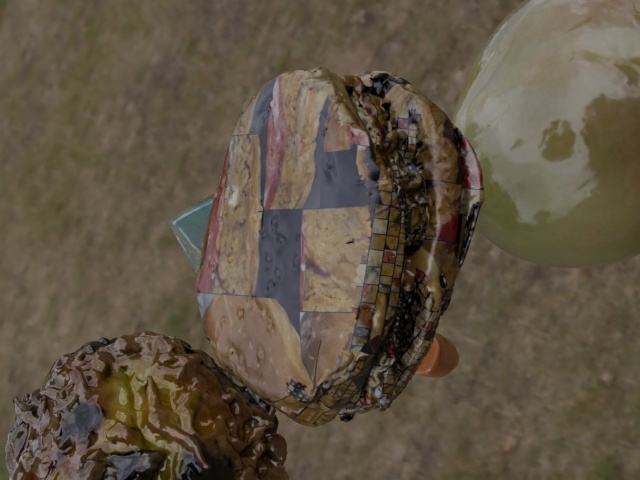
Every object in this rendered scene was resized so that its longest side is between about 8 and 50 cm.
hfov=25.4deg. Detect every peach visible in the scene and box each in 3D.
[{"bbox_3d":[0.259,-0.107,1.299,0.292,0.292,0.247,-36,73,48],"label":"peach"}]

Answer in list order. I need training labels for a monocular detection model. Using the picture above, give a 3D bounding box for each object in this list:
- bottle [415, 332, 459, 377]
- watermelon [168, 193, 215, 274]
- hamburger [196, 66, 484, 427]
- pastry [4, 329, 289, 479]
[{"bbox_3d":[0.171,0.174,2.143,0.069,0.187,0.069,-3,81,17],"label":"bottle"},{"bbox_3d":[-0.031,0.048,1.816,0.228,0.387,0.258,-26,63,54],"label":"watermelon"},{"bbox_3d":[0.000,0.000,0.880,0.231,0.106,0.231,-10,78,54],"label":"hamburger"},{"bbox_3d":[-0.174,0.253,1.444,0.405,0.292,0.337,82,164,-50],"label":"pastry"}]
